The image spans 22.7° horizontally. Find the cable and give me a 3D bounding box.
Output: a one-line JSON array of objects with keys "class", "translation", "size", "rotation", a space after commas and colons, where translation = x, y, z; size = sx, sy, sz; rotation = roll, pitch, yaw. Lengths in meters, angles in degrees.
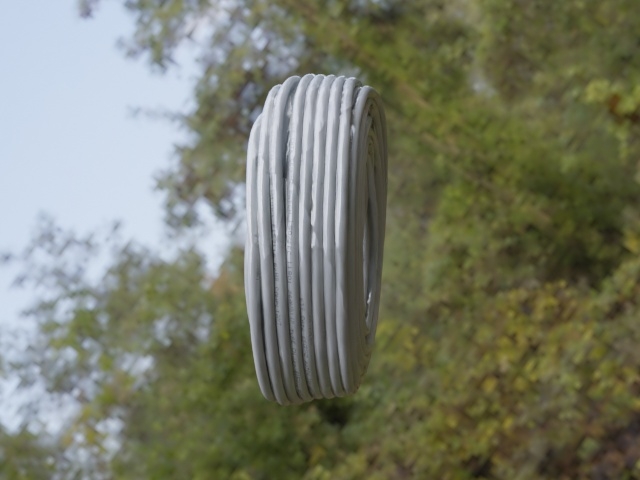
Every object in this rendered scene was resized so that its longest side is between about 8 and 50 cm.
[{"class": "cable", "translation": [0.000, 0.000, 1.232], "size": [0.257, 0.089, 0.257], "rotation": [53, -142, -79]}]
